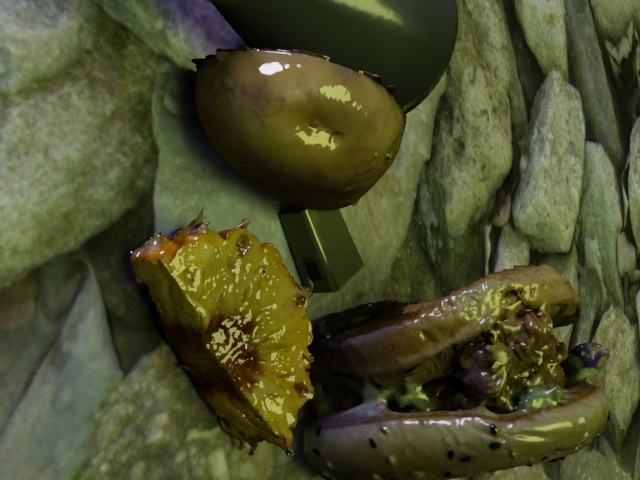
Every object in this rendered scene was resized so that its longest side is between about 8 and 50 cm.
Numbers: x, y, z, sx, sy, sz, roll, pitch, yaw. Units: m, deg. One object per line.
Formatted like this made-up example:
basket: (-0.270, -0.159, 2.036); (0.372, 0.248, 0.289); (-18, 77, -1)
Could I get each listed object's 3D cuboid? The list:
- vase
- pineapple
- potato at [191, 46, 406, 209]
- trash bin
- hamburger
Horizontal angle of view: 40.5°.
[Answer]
vase: (-0.032, -0.227, 0.770); (0.321, 0.173, 0.173); (15, 75, -46)
pineapple: (-0.064, 0.066, 0.767); (0.135, 0.079, 0.233); (-50, 126, -45)
potato: (0.005, -0.091, 0.785); (0.243, 0.138, 0.098); (17, 72, -37)
trash bin: (0.000, 0.000, 0.887); (0.061, 0.043, 0.092); (-41, 115, -46)
hamburger: (0.148, 0.137, 0.893); (0.318, 0.276, 0.195); (-3, 81, -48)
